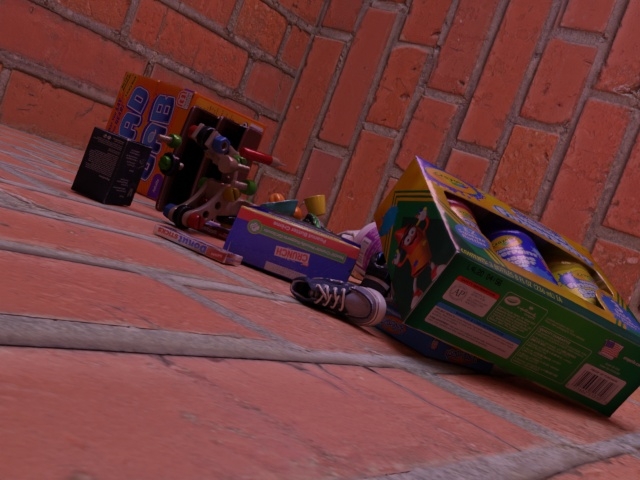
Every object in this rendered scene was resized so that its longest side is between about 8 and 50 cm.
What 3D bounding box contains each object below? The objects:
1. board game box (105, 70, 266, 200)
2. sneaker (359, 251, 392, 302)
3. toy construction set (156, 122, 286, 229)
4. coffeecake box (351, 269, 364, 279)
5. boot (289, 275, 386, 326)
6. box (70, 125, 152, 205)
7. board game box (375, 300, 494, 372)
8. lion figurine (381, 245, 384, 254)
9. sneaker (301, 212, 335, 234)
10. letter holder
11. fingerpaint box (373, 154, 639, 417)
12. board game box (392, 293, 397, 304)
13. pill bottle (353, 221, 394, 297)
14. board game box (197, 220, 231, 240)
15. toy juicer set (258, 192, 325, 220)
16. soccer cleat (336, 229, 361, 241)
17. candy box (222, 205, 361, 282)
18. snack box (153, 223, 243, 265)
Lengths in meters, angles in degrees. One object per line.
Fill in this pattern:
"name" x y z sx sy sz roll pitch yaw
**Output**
"board game box" -0.471 -0.310 2.594 0.356 0.356 0.356 23 3 36
"sneaker" 0.151 0.087 1.875 0.079 0.121 0.217 22 3 11
"toy construction set" -0.210 -0.145 1.875 0.309 0.257 0.237 -9 -13 38
"coffeecake box" 0.163 0.093 2.383 0.142 0.068 0.185 20 2 -9
"boot" 0.026 0.104 1.343 0.086 0.069 0.190 10 0 -34
"box" -0.486 -0.170 1.819 0.093 0.158 0.156 22 2 8
"board game box" 0.191 0.166 1.396 0.160 0.047 0.210 18 4 -31
"lion figurine" 0.300 0.090 1.686 0.392 0.240 0.142 21 3 -5
"sneaker" 0.000 0.000 2.340 0.146 0.134 0.343 21 2 -3
"letter holder" -0.307 -0.195 2.130 0.152 0.301 0.214 22 3 13
"fingerpaint box" 0.343 0.071 1.413 0.445 0.163 0.371 26 24 -17
"board game box" 0.337 0.130 1.843 0.317 0.046 0.213 20 47 -2
"pill bottle" 0.224 0.074 2.053 0.169 0.169 0.301 18 11 -40
"board game box" -0.225 -0.011 2.018 0.281 0.027 0.145 21 2 -3
"toy juicer set" -0.158 -0.096 2.425 0.329 0.089 0.209 -9 -3 -41
"soccer cleat" 0.149 0.018 2.498 0.331 0.116 0.143 -10 -22 30
"candy box" -0.052 0.018 1.731 0.268 0.122 0.317 21 4 2
"snack box" -0.244 0.009 1.538 0.178 0.022 0.064 21 2 24
